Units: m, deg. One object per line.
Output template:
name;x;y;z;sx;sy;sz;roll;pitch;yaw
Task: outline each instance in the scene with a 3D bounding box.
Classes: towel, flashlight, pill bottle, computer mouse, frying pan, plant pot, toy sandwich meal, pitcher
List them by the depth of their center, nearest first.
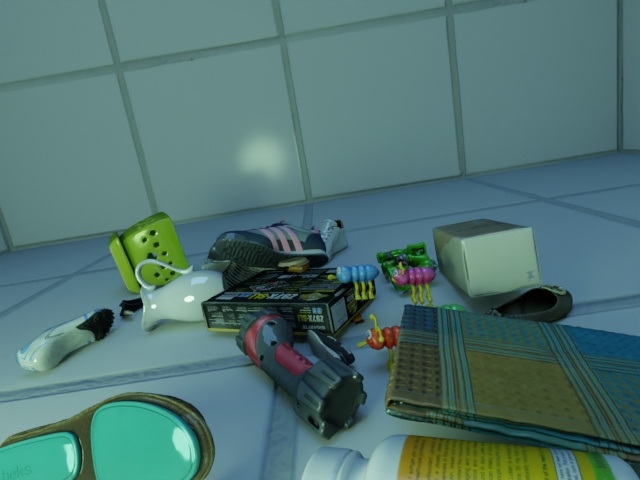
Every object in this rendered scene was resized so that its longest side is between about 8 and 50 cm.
pill bottle;0.111;0.232;0.339;0.246;0.136;0.136;-4;14;22
towel;0.283;0.171;0.547;0.371;0.040;0.271;6;17;15
flashlight;-0.041;0.193;0.695;0.103;0.103;0.304;-14;12;-30
pitcher;-0.340;0.119;1.049;0.208;0.177;0.125;-12;8;-5
toy sandwich meal;-0.066;0.063;1.087;0.086;0.029;0.085;-11;7;1
computer mouse;-0.449;0.153;1.180;0.262;0.060;0.184;-8;12;43
frying pan;-0.171;0.006;1.232;0.327;0.053;0.197;-10;16;8
plant pot;-0.592;0.045;1.461;0.207;0.227;0.227;-23;18;-23

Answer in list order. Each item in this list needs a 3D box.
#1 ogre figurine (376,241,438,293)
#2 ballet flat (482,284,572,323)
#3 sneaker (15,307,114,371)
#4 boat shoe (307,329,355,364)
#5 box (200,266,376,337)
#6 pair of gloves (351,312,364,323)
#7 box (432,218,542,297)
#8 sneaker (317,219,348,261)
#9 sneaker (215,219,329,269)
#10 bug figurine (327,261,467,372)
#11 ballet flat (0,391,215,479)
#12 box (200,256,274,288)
ogre figurine;0.221;0.062;1.083;0.118;0.096;0.197;-21;2;-1
ballet flat;0.378;0.124;0.783;0.250;0.058;0.084;-16;16;-27
sneaker;-0.585;0.218;0.993;0.086;0.085;0.237;11;20;17
boat shoe;0.016;0.193;0.771;0.038;0.046;0.125;-16;18;-26
box;-0.065;0.133;0.986;0.323;0.079;0.257;-4;13;27
pair of gloves;0.047;0.170;0.925;0.084;0.010;0.074;-13;14;-12
box;0.361;0.028;0.971;0.148;0.120;0.311;-11;5;4
sneaker;0.000;0.000;1.439;0.106;0.122;0.290;-1;17;26
sneaker;-0.133;0.000;1.154;0.319;0.130;0.112;11;-38;-32
bug figurine;0.144;0.112;0.800;0.217;0.072;0.279;-5;31;-13
ballet flat;-0.245;0.252;0.519;0.343;0.116;0.124;-22;-17;19
box;-0.203;0.083;1.254;0.276;0.113;0.094;-14;14;-14
